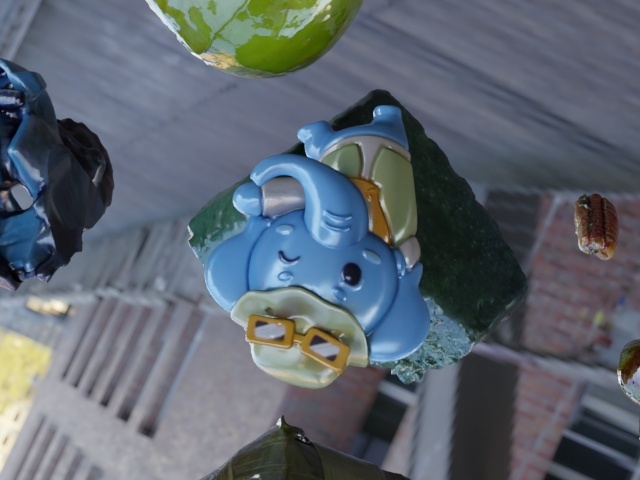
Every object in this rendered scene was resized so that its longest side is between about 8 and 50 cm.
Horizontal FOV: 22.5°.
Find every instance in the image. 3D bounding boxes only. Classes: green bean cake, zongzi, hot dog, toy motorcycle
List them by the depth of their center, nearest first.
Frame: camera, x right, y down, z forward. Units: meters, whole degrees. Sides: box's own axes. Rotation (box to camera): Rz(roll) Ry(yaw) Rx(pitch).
[{"bbox_3d":[-0.370,-0.051,1.752,0.172,0.416,0.232,-15,114,33],"label":"toy motorcycle"},{"bbox_3d":[0.040,0.026,1.772,0.169,0.308,0.300,-31,94,44],"label":"green bean cake"},{"bbox_3d":[-0.060,0.352,1.957,0.317,0.154,0.289,-25,142,35],"label":"zongzi"},{"bbox_3d":[0.354,-0.020,2.061,0.062,0.038,0.144,20,-152,-2],"label":"hot dog"}]

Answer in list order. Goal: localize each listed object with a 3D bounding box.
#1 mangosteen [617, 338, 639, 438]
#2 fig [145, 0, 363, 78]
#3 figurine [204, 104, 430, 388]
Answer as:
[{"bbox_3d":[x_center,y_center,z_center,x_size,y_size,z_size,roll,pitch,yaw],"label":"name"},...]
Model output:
[{"bbox_3d":[0.362,0.135,1.334,0.265,0.228,0.228,49,162,-27],"label":"mangosteen"},{"bbox_3d":[-0.051,-0.330,1.701,0.258,0.326,0.258,26,-146,-19],"label":"fig"},{"bbox_3d":[0.001,0.001,1.433,0.180,0.262,0.154,12,161,-26],"label":"figurine"}]
